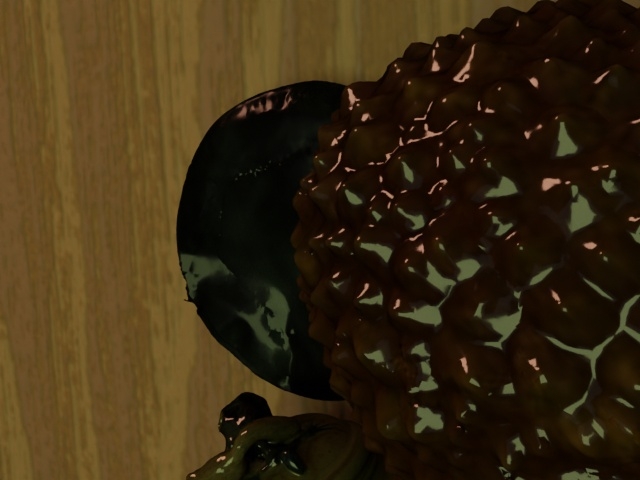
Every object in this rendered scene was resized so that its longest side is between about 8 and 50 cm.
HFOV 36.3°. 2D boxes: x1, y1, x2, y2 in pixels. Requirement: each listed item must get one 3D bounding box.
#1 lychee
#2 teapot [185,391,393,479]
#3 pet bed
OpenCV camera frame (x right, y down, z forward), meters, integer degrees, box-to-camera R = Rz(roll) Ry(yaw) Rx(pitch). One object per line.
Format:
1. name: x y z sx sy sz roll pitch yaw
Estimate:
1. lychee: 0.118 0.014 0.419 0.268 0.267 0.267 4 100 25
2. teapot: -0.009 0.168 0.548 0.269 0.173 0.182 -15 109 58
3. pet bed: 0.000 0.000 0.585 0.201 0.053 0.201 4 99 24
